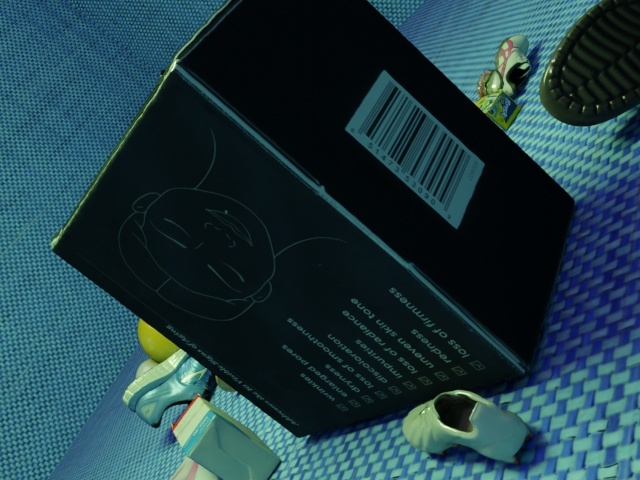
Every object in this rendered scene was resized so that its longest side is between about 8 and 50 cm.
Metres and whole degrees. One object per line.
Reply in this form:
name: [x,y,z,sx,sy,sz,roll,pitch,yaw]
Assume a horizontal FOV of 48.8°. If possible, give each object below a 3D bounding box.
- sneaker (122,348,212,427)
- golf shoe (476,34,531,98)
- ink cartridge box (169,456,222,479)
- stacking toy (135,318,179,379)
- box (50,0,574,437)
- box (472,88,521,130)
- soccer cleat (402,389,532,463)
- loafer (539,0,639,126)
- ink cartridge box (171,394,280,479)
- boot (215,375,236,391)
sneaker: [-0.307,0.331,1.720,0.330,0.147,0.129,-37,-9,-19]
golf shoe: [0.378,-0.336,1.375,0.086,0.067,0.186,4,51,41]
ink cartridge box: [-0.280,0.519,1.225,0.324,0.071,0.330,-54,15,-13]
stacking toy: [-0.429,0.245,2.104,0.350,0.351,0.479,-146,77,-77]
box: [-0.027,-0.018,0.931,0.472,0.480,0.297,-35,19,49]
box: [0.300,-0.228,1.336,0.059,0.054,0.169,-55,14,-14]
soccer cleat: [0.134,0.184,0.731,0.068,0.076,0.196,-56,14,-21]
loafer: [0.431,-0.274,0.932,0.366,0.134,0.130,-42,-11,-6]
ink cartridge box: [-0.168,0.337,1.191,0.078,0.134,0.231,-55,14,-12]
boot: [-0.176,0.159,1.549,0.211,0.104,0.295,-126,49,-63]
